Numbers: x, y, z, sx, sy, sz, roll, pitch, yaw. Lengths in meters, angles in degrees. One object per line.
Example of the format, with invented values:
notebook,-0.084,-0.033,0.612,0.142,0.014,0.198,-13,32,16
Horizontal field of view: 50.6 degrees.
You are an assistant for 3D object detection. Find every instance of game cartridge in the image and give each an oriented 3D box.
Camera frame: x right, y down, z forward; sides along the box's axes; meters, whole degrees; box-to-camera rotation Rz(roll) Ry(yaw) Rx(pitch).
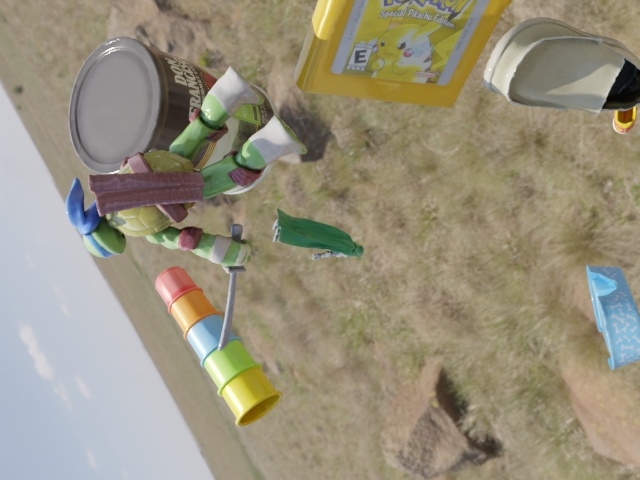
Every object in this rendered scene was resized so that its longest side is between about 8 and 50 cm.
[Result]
game cartridge,0.139,-0.344,0.983,0.323,0.286,0.052,115,147,-44

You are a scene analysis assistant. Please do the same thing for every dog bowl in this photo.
dog bowl,0.657,0.161,1.510,0.297,0.074,0.165,-66,-39,-62

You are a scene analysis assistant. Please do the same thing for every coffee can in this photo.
coffee can,-0.225,-0.187,1.085,0.275,0.201,0.201,5,-136,-57

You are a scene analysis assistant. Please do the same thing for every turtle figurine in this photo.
turtle figurine,-0.145,-0.061,0.840,0.275,0.266,0.197,44,-172,-38

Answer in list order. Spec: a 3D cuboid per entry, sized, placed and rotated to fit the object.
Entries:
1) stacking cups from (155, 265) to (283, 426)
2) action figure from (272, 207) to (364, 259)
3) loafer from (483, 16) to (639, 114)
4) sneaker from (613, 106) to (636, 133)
stacking cups,-0.189,0.178,1.220,0.316,0.096,0.096,52,162,26
action figure,0.000,0.000,1.640,0.137,0.232,0.063,-94,25,-50
loafer,0.317,-0.209,0.835,0.092,0.269,0.101,49,137,41
sneaker,0.707,-0.336,1.561,0.067,0.064,0.175,41,-132,-71
